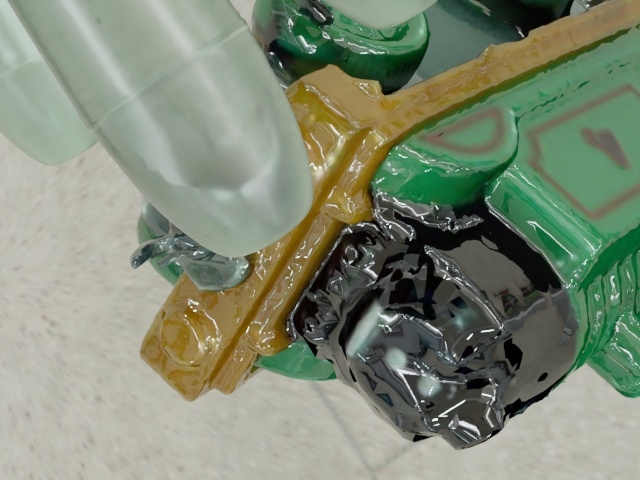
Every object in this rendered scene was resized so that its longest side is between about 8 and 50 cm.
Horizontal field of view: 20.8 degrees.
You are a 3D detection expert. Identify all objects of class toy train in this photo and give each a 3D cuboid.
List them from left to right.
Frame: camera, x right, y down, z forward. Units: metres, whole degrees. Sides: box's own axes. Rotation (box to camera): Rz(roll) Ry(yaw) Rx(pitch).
[{"bbox_3d":[0.084,-0.023,0.837,0.249,0.178,0.429,43,36,15],"label":"toy train"}]

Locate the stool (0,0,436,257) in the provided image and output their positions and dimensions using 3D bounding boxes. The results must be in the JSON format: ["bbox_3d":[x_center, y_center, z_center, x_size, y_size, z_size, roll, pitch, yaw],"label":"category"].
[{"bbox_3d":[-0.097,-0.096,0.501,0.195,0.195,0.198,-17,114,28],"label":"stool"}]
